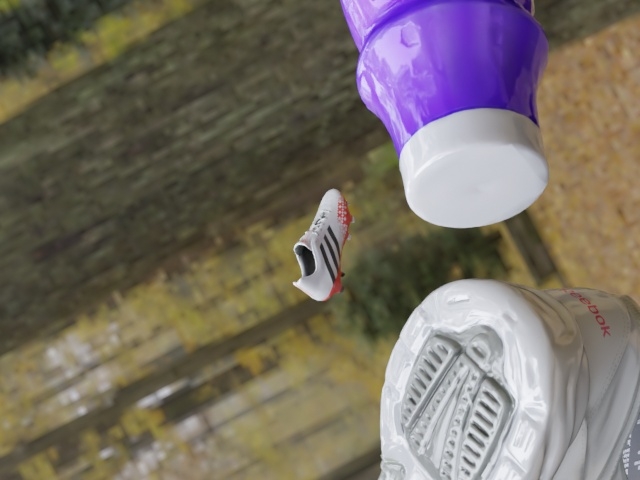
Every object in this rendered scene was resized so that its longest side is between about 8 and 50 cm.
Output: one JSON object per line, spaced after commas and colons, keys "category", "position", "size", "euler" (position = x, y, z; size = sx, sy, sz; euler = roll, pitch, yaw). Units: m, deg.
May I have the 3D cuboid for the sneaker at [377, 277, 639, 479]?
{"category": "sneaker", "position": [0.064, 0.113, 0.676], "size": [0.115, 0.232, 0.090], "euler": [-5, -136, -39]}

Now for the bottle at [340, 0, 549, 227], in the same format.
{"category": "bottle", "position": [0.053, -0.139, 0.877], "size": [0.118, 0.092, 0.283], "euler": [59, -161, -54]}

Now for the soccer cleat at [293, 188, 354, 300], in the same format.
{"category": "soccer cleat", "position": [0.000, 0.000, 1.176], "size": [0.035, 0.029, 0.083], "euler": [23, -121, -29]}

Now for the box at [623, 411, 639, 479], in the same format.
{"category": "box", "position": [0.313, 0.118, 0.782], "size": [0.395, 0.318, 0.097], "euler": [105, 174, -79]}
